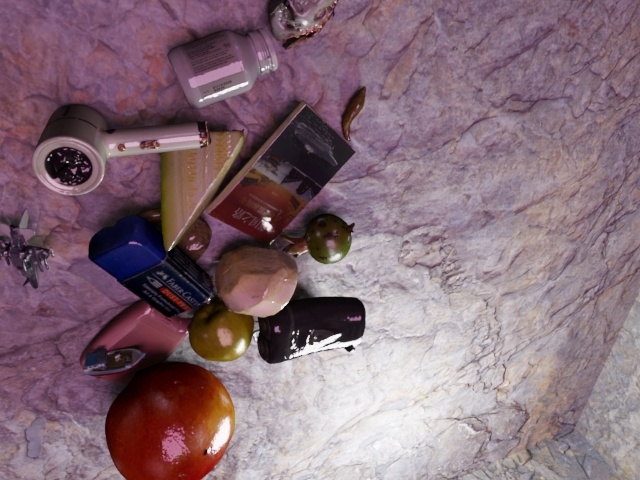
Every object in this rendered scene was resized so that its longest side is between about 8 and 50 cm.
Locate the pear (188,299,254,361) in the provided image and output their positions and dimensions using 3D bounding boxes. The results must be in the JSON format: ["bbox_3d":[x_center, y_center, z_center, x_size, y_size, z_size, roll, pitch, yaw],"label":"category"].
[{"bbox_3d":[-0.293,0.266,1.433,0.198,0.198,0.198,-12,126,-18],"label":"pear"}]

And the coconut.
[{"bbox_3d":[-0.170,0.119,1.370,0.237,0.237,0.197,21,75,-34],"label":"coconut"}]

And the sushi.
[{"bbox_3d":[-0.006,-0.569,1.033,0.130,0.124,0.332,21,113,-43],"label":"sushi"}]

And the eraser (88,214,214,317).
[{"bbox_3d":[-0.417,0.076,1.238,0.155,0.101,0.332,-24,140,9],"label":"eraser"}]

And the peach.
[{"bbox_3d":[-0.446,0.538,1.432,0.389,0.388,0.387,-12,126,-18],"label":"peach"}]

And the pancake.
[{"bbox_3d":[-0.410,0.000,1.282,0.242,0.050,0.241,-10,135,-11],"label":"pancake"}]

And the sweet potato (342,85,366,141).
[{"bbox_3d":[0.086,-0.339,1.290,0.042,0.038,0.153,17,117,-8],"label":"sweet potato"}]

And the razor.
[{"bbox_3d":[-0.026,0.275,1.514,0.349,0.113,0.204,-4,118,-25],"label":"razor"}]

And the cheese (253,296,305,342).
[{"bbox_3d":[-0.092,0.288,1.609,0.249,0.070,0.163,-35,128,0],"label":"cheese"}]

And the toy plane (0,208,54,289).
[{"bbox_3d":[-0.709,0.044,1.149,0.160,0.082,0.233,11,119,-1],"label":"toy plane"}]

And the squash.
[{"bbox_3d":[-0.275,-0.124,1.173,0.203,0.111,0.288,0,101,2],"label":"squash"}]

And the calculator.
[{"bbox_3d":[-0.548,0.314,1.429,0.330,0.048,0.220,-41,131,9],"label":"calculator"}]

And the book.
[{"bbox_3d":[-0.096,-0.163,1.293,0.374,0.028,0.263,-47,145,10],"label":"book"}]

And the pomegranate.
[{"bbox_3d":[-0.011,-0.008,1.415,0.221,0.156,0.156,5,123,0],"label":"pomegranate"}]

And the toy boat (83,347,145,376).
[{"bbox_3d":[-0.583,0.339,1.361,0.173,0.069,0.058,-5,136,-12],"label":"toy boat"}]

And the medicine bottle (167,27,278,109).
[{"bbox_3d":[-0.209,-0.384,1.057,0.216,0.135,0.135,-24,129,-9],"label":"medicine bottle"}]

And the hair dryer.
[{"bbox_3d":[-0.395,-0.210,1.026,0.363,0.203,0.128,-9,125,-13],"label":"hair dryer"}]
